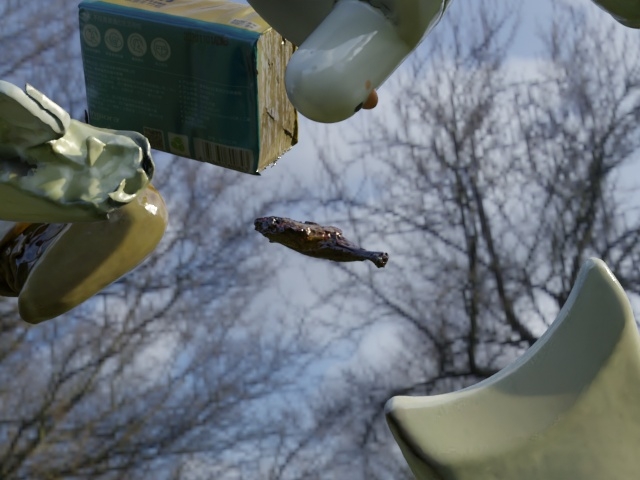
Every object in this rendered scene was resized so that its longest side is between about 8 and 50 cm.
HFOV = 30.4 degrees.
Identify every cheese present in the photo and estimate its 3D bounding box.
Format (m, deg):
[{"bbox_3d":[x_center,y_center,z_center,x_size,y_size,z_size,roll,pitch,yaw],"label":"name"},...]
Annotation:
[{"bbox_3d":[-0.195,-0.045,0.577,0.235,0.050,0.127,-8,-36,47],"label":"cheese"}]

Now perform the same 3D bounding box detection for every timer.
[{"bbox_3d":[0.002,-0.241,1.020,0.233,0.240,0.233,32,-25,17],"label":"timer"}]

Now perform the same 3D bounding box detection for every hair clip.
[{"bbox_3d":[0.181,0.176,0.733,0.172,0.282,0.113,-35,-10,-12],"label":"hair clip"}]

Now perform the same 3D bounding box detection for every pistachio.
[{"bbox_3d":[-0.251,-0.001,1.221,0.206,0.129,0.131,-41,-33,-25],"label":"pistachio"}]

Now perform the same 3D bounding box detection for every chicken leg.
[{"bbox_3d":[0.001,0.000,1.195,0.145,0.037,0.062,17,-1,7],"label":"chicken leg"}]

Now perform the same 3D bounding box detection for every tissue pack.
[{"bbox_3d":[-0.162,-0.211,1.483,0.271,0.192,0.134,16,32,23],"label":"tissue pack"}]

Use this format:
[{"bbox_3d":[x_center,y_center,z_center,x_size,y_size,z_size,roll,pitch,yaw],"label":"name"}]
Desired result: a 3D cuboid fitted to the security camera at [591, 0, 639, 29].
[{"bbox_3d":[0.332,-0.330,1.114,0.197,0.191,0.277,-5,-30,-17],"label":"security camera"}]
